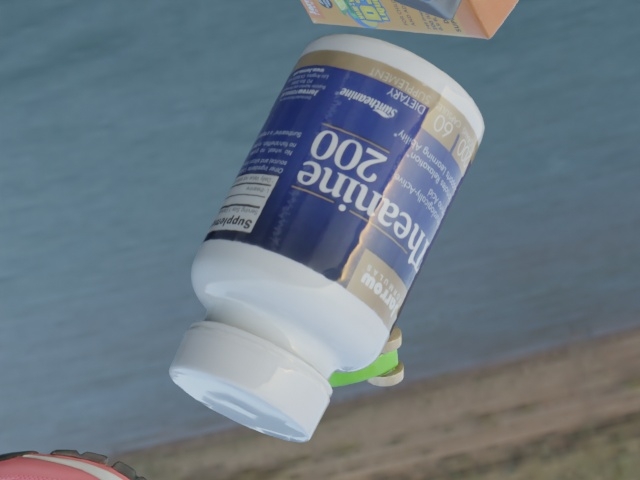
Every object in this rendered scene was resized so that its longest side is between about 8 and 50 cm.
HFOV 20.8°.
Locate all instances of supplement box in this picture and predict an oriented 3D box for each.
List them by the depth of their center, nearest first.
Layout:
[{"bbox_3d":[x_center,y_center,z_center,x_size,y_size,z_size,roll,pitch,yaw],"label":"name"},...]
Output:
[{"bbox_3d":[0.081,-0.257,1.733,0.233,0.080,0.078,13,147,42],"label":"supplement box"}]

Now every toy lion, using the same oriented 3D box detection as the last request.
[{"bbox_3d":[-0.009,0.061,1.057,0.096,0.034,0.100,-14,-151,-17],"label":"toy lion"}]

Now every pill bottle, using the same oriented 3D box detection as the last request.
[{"bbox_3d":[0.000,0.000,0.555,0.067,0.120,0.067,24,162,8],"label":"pill bottle"}]

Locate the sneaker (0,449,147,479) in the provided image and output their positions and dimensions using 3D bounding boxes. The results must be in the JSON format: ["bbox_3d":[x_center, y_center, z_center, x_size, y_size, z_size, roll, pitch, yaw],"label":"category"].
[{"bbox_3d":[-0.136,0.258,1.215,0.116,0.314,0.136,-61,171,25],"label":"sneaker"}]

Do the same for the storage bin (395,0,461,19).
[{"bbox_3d":[0.082,-0.236,1.398,0.098,0.091,0.135,22,-177,14],"label":"storage bin"}]
